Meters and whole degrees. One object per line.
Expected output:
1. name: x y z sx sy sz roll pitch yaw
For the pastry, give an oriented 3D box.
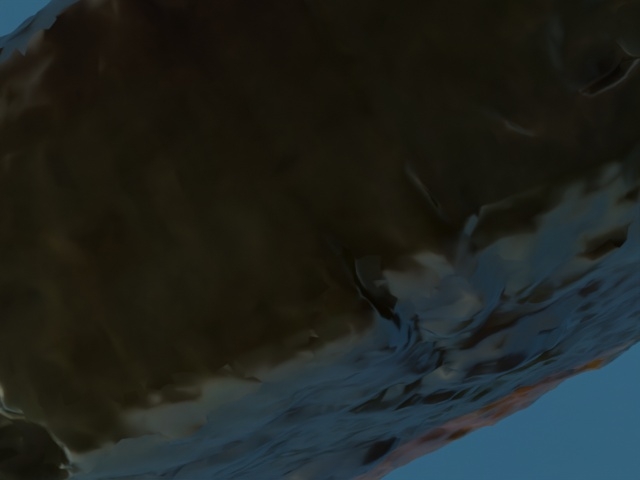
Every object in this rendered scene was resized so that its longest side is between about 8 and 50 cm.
1. pastry: 0.000 0.000 0.597 0.329 0.329 0.136 -24 -105 -7
